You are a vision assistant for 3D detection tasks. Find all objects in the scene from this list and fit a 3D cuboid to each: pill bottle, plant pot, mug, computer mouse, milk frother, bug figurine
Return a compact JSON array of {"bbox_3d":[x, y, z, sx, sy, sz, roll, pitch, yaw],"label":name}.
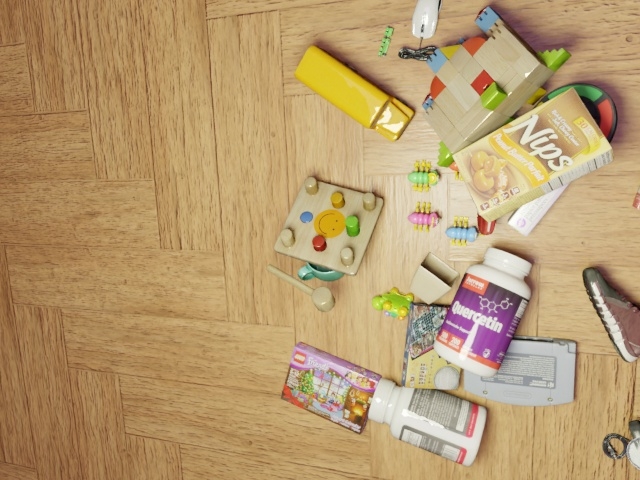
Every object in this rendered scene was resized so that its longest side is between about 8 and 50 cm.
[{"bbox_3d":[0.311,0.523,1.574,0.318,0.176,0.176,17,106,16],"label":"pill bottle"},{"bbox_3d":[0.319,0.118,1.536,0.109,0.109,0.096,37,121,10],"label":"plant pot"},{"bbox_3d":[0.012,0.060,1.617,0.157,0.097,0.130,-5,64,8],"label":"mug"},{"bbox_3d":[0.278,-0.588,1.442,0.106,0.042,0.193,13,105,18],"label":"computer mouse"},{"bbox_3d":[0.829,0.560,1.416,0.143,0.134,0.129,-43,54,19],"label":"milk frother"},{"bbox_3d":[0.445,0.190,1.436,0.181,0.181,0.323,23,90,14],"label":"pill bottle"},{"bbox_3d":[0.351,-0.115,1.492,0.216,0.072,0.279,3,102,19],"label":"bug figurine"}]

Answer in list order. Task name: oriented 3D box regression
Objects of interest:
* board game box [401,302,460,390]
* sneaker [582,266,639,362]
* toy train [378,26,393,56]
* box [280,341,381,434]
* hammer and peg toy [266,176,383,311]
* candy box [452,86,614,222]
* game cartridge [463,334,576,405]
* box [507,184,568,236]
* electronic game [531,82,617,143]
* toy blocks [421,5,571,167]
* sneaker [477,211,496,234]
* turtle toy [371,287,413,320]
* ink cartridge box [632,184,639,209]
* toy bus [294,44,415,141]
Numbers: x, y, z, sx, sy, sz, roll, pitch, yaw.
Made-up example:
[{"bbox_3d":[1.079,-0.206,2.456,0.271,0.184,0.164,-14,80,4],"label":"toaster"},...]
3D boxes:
[{"bbox_3d":[0.330,0.307,1.546,0.165,0.042,0.243,5,95,-8],"label":"board game box"},{"bbox_3d":[0.804,0.167,1.378,0.162,0.106,0.281,-27,101,17],"label":"sneaker"},{"bbox_3d":[0.184,-0.557,1.497,0.023,0.017,0.083,18,106,5],"label":"toy train"},{"bbox_3d":[0.030,0.477,1.729,0.293,0.057,0.201,19,106,15],"label":"box"},{"bbox_3d":[0.000,0.000,1.520,0.265,0.127,0.361,18,68,17],"label":"hammer and peg toy"},{"bbox_3d":[0.504,-0.200,1.287,0.316,0.087,0.183,-30,64,24],"label":"candy box"},{"bbox_3d":[0.562,0.370,1.521,0.297,0.062,0.198,2,105,19],"label":"game cartridge"},{"bbox_3d":[0.614,-0.160,1.393,0.063,0.067,0.324,36,109,10],"label":"box"},{"bbox_3d":[0.615,-0.280,1.326,0.229,0.048,0.229,-17,66,44],"label":"electronic game"},{"bbox_3d":[0.386,-0.410,1.359,0.381,0.190,0.261,-48,59,33],"label":"toy blocks"},{"bbox_3d":[0.496,-0.116,1.405,0.128,0.087,0.221,9,94,-4],"label":"sneaker"},{"bbox_3d":[0.217,0.194,1.598,0.130,0.095,0.066,18,127,17],"label":"turtle toy"},{"bbox_3d":[0.863,-0.160,1.301,0.115,0.067,0.198,17,105,17],"label":"ink cartridge box"},{"bbox_3d":[0.098,-0.410,1.494,0.332,0.130,0.108,37,110,10],"label":"toy bus"}]
